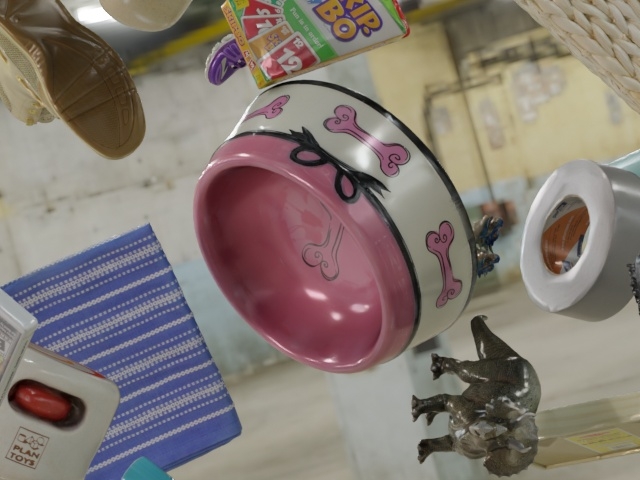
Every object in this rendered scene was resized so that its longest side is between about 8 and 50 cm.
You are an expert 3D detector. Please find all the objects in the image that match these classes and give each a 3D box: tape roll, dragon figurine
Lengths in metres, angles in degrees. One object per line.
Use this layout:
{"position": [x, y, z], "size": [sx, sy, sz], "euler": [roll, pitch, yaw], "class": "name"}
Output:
{"position": [0.367, 0.000, 1.933], "size": [0.072, 0.219, 0.219], "euler": [14, -14, -24], "class": "tape roll"}
{"position": [0.126, 0.029, 1.947], "size": [0.144, 0.085, 0.289], "euler": [31, -39, -25], "class": "dragon figurine"}

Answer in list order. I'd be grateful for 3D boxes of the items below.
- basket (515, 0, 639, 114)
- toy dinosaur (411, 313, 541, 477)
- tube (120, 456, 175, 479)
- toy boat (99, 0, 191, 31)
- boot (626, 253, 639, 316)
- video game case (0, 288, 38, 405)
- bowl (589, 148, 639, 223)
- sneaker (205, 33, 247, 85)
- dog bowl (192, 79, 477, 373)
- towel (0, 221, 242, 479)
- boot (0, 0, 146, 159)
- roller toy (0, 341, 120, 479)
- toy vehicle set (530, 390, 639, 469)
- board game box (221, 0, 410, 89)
{"position": [0.410, -0.311, 1.683], "size": [0.266, 0.331, 0.328], "euler": [-48, 14, 12], "class": "basket"}
{"position": [0.201, 0.196, 1.677], "size": [0.160, 0.121, 0.313], "euler": [1, 21, 17], "class": "toy dinosaur"}
{"position": [-0.136, 0.324, 1.580], "size": [0.052, 0.207, 0.080], "euler": [-48, -19, -27], "class": "tube"}
{"position": [-0.304, -0.487, 2.176], "size": [0.148, 0.267, 0.318], "euler": [30, 4, 40], "class": "toy boat"}
{"position": [0.420, 0.079, 1.298], "size": [0.207, 0.246, 0.094], "euler": [-20, 35, 28], "class": "boot"}
{"position": [-0.339, 0.067, 1.187], "size": [0.022, 0.190, 0.173], "euler": [-42, -12, -50], "class": "video game case"}
{"position": [0.541, -0.031, 2.074], "size": [0.163, 0.311, 0.311], "euler": [-48, -14, 21], "class": "bowl"}
{"position": [-0.116, -0.309, 2.279], "size": [0.170, 0.071, 0.068], "euler": [-39, -23, 8], "class": "sneaker"}
{"position": [0.000, 0.000, 1.849], "size": [0.150, 0.408, 0.408], "euler": [-41, 15, -36], "class": "dog bowl"}
{"position": [-0.270, 0.171, 1.858], "size": [0.243, 0.336, 0.040], "euler": [-24, 19, -4], "class": "towel"}
{"position": [-0.300, -0.173, 1.610], "size": [0.095, 0.262, 0.203], "euler": [-40, -7, -21], "class": "boot"}
{"position": [-0.327, 0.186, 1.501], "size": [0.191, 0.146, 0.209], "euler": [22, -7, 21], "class": "roller toy"}
{"position": [0.364, 0.242, 1.782], "size": [0.267, 0.035, 0.166], "euler": [-17, -26, 31], "class": "toy vehicle set"}
{"position": [0.003, -0.302, 1.893], "size": [0.259, 0.124, 0.039], "euler": [-23, -3, -30], "class": "board game box"}
